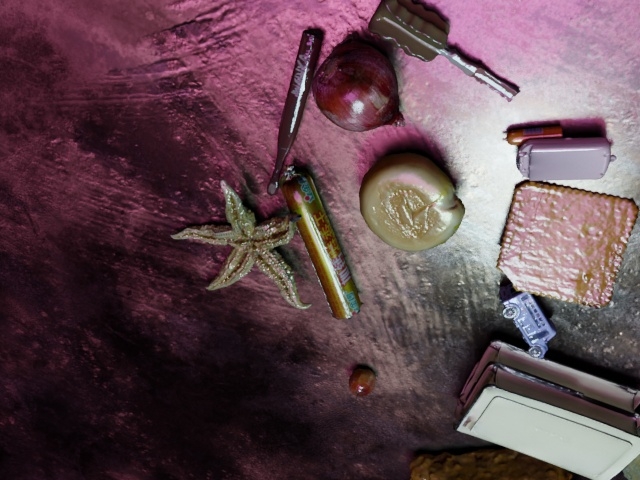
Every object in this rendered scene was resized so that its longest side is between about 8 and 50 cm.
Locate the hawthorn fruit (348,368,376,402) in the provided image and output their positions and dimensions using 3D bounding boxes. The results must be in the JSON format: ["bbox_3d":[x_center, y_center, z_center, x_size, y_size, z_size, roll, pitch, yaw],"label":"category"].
[{"bbox_3d":[0.098,0.357,1.602,0.066,0.103,0.067,9,132,10],"label":"hawthorn fruit"}]

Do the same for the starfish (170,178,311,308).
[{"bbox_3d":[-0.174,-0.002,1.462,0.357,0.078,0.347,19,137,18],"label":"starfish"}]

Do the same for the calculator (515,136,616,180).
[{"bbox_3d":[0.449,-0.148,1.216,0.174,0.032,0.100,0,147,15],"label":"calculator"}]

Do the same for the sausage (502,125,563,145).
[{"bbox_3d":[0.391,-0.193,1.224,0.107,0.031,0.031,-2,121,18],"label":"sausage"}]

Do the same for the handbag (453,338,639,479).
[{"bbox_3d":[0.505,0.389,1.482,0.358,0.160,0.237,19,130,4],"label":"handbag"}]

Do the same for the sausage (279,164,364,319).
[{"bbox_3d":[0.000,0.000,1.426,0.082,0.082,0.372,-12,117,21],"label":"sausage"}]

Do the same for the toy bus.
[{"bbox_3d":[0.444,0.168,1.408,0.076,0.073,0.167,-30,108,18],"label":"toy bus"}]

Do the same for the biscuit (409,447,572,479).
[{"bbox_3d":[0.452,0.691,1.678,0.394,0.166,0.343,-13,119,21],"label":"biscuit"}]

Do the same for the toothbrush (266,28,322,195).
[{"bbox_3d":[-0.057,-0.239,1.311,0.040,0.041,0.364,19,125,3],"label":"toothbrush"}]

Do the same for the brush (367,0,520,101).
[{"bbox_3d":[0.226,-0.333,1.171,0.300,0.071,0.084,27,141,-13],"label":"brush"}]

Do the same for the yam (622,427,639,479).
[{"bbox_3d":[0.759,0.389,1.434,0.133,0.133,0.331,13,119,7],"label":"yam"}]

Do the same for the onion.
[{"bbox_3d":[0.081,-0.261,1.200,0.194,0.160,0.159,33,126,-32],"label":"onion"}]

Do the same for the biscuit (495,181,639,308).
[{"bbox_3d":[0.479,0.010,1.307,0.236,0.013,0.232,12,110,8],"label":"biscuit"}]

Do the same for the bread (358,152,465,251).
[{"bbox_3d":[0.176,-0.076,1.309,0.213,0.105,0.214,7,126,10],"label":"bread"}]
